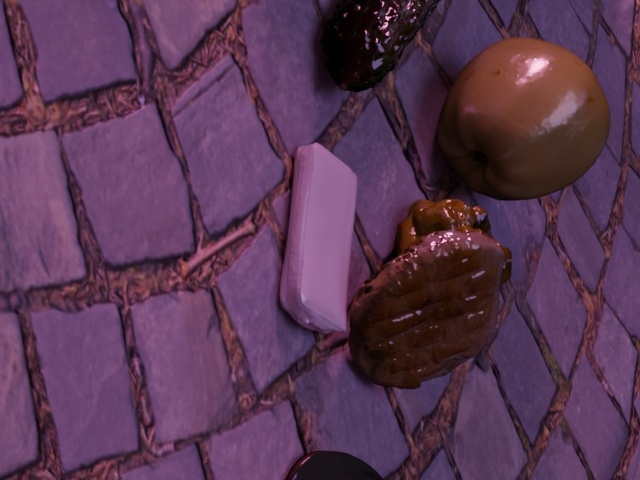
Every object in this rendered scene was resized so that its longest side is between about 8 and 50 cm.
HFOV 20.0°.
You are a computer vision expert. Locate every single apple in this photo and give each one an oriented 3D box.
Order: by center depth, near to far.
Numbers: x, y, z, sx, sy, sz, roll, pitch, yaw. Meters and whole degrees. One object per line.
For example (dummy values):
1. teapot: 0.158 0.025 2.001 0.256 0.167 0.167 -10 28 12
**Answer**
1. apple: 0.228 -0.136 2.053 0.200 0.200 0.200 20 67 -55

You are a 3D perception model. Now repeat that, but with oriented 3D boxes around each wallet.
1. wallet: 0.000 0.000 1.796 0.095 0.033 0.190 35 54 -47

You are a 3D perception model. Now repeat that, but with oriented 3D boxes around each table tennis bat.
1. table tennis bat: 0.045 0.282 1.766 0.220 0.019 0.130 30 59 -33

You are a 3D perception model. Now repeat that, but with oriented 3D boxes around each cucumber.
1. cucumber: 0.087 -0.272 1.952 0.359 0.096 0.096 -54 127 -45

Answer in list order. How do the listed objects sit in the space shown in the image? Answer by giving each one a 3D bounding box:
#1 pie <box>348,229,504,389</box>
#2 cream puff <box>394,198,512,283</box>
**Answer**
1. pie: 0.106 0.072 1.839 0.195 0.195 0.046 36 11 -49
2. cream puff: 0.151 0.017 1.955 0.146 0.116 0.146 18 67 -51
